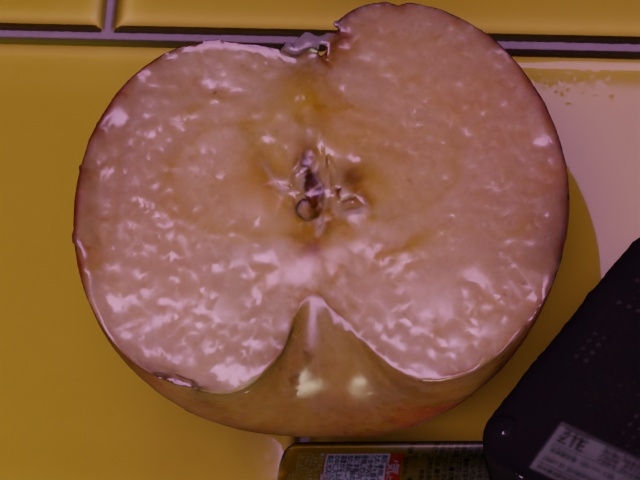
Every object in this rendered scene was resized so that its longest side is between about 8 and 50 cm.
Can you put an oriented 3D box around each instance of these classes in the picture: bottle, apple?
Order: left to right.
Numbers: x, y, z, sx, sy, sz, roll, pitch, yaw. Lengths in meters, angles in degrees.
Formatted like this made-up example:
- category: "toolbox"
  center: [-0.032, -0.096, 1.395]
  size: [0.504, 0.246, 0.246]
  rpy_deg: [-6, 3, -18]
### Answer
- category: "apple"
  center: [0.000, 0.000, 1.189]
  size: [0.293, 0.163, 0.251]
  rpy_deg: [-2, 69, -1]
- category: "bottle"
  center: [0.119, 0.163, 1.172]
  size: [0.286, 0.082, 0.082]
  rpy_deg: [-2, 79, 13]

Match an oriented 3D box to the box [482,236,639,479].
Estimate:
- category: "box"
  center: [0.282, 0.129, 1.068]
  size: [0.350, 0.058, 0.211]
  rpy_deg: [23, 59, 32]
